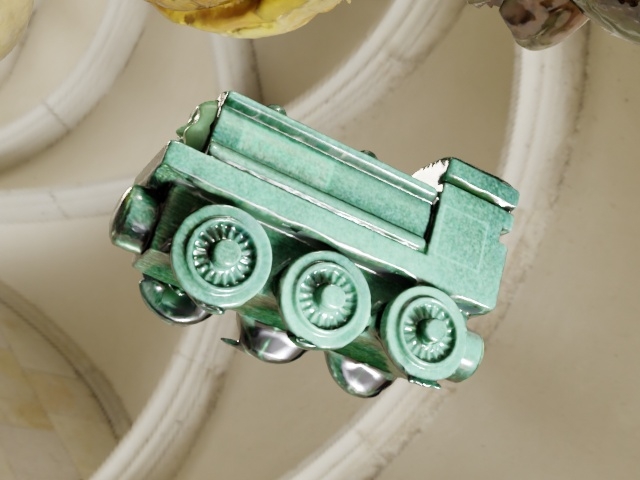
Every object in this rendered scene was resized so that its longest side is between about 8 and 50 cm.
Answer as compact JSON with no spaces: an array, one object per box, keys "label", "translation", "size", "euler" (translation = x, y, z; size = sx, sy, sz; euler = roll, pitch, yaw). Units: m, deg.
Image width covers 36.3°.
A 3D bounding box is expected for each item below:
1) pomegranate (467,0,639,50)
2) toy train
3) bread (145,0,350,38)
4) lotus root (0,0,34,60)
[{"label":"pomegranate","translation":[0.157,-0.173,0.445],"size":[0.210,0.179,0.179],"euler":[19,-93,53]},{"label":"toy train","translation":[0.000,0.000,0.413],"size":[0.071,0.170,0.111],"euler":[-31,-140,60]},{"label":"bread","translation":[-0.066,-0.243,0.599],"size":[0.198,0.120,0.236],"euler":[6,-73,39]},{"label":"lotus root","translation":[-0.183,-0.115,0.479],"size":[0.062,0.073,0.150],"euler":[13,-138,29]}]
